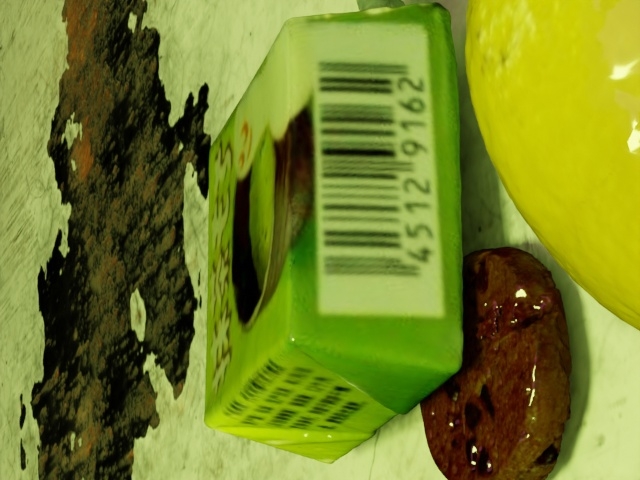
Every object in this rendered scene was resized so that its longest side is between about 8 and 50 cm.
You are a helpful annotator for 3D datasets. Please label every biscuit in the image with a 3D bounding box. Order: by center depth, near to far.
[{"bbox_3d":[0.124,0.095,1.053,0.192,0.049,0.192,-174,90,-72],"label":"biscuit"}]

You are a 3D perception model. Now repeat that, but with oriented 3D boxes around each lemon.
[{"bbox_3d":[0.205,-0.083,0.638,0.297,0.297,0.297,-176,90,-65],"label":"lemon"}]

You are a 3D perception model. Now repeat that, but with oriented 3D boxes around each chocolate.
[{"bbox_3d":[0.000,0.000,1.177,0.289,0.137,0.301,130,144,-62],"label":"chocolate"}]

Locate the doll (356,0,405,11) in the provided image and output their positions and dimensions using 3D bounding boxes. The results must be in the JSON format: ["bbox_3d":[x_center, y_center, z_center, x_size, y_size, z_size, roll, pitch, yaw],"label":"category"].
[{"bbox_3d":[0.065,-0.268,1.204,0.103,0.071,0.214,20,100,63],"label":"doll"}]
